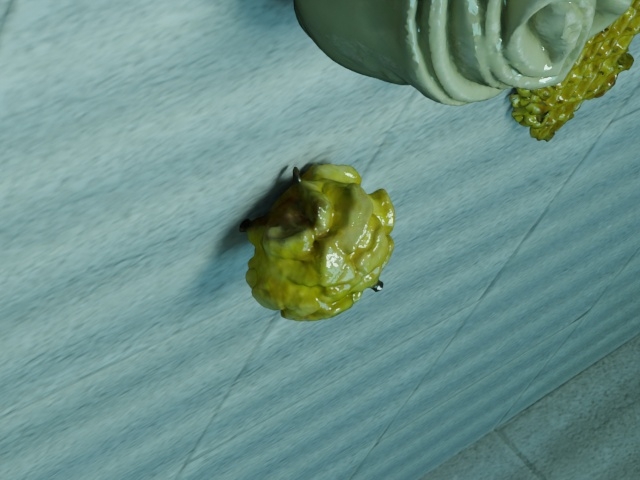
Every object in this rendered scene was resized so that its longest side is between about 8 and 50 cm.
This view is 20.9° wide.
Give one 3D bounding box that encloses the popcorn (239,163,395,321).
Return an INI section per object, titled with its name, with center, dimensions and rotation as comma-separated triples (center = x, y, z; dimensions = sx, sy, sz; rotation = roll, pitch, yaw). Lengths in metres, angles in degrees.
[popcorn]
center = 0.000, 0.000, 1.729
dimensions = 0.148, 0.152, 0.167
rotation = -10, -137, 52

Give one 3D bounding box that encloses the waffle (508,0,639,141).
[waffle]
center = 0.317, -0.219, 2.047
dimensions = 0.228, 0.051, 0.231
rotation = -40, 162, -1

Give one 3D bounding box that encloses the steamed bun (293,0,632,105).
[steamed bun]
center = 0.150, -0.239, 1.341
dimensions = 0.324, 0.219, 0.310
rotation = -33, 160, -31
